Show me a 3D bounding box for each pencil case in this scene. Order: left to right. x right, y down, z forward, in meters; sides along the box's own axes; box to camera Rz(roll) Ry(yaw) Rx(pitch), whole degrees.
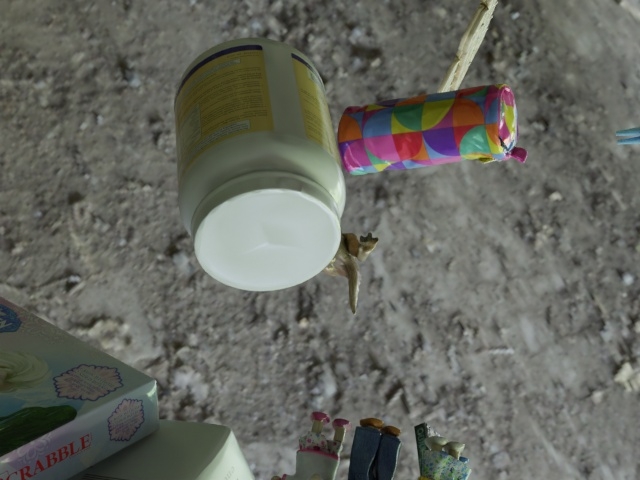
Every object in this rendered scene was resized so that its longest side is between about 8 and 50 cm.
[{"bbox_3d":[0.141,-0.137,1.261,0.104,0.236,0.105,-2,90,-64],"label":"pencil case"}]

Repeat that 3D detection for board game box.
[{"bbox_3d":[-0.385,0.169,0.971,0.318,0.318,0.066,-24,124,-45],"label":"board game box"},{"bbox_3d":[0.213,0.424,1.694,0.126,0.026,0.186,42,32,-39],"label":"board game box"}]

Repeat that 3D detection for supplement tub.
[{"bbox_3d":[-0.092,-0.115,1.442,0.241,0.241,0.331,25,37,-31],"label":"supplement tub"}]

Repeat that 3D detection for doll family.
[{"bbox_3d":[0.080,0.296,1.112,0.262,0.118,0.163,19,64,-12],"label":"doll family"}]

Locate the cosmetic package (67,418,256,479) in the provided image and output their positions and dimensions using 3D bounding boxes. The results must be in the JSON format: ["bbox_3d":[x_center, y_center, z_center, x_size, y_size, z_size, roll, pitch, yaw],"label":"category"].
[{"bbox_3d":[-0.228,0.437,1.029,0.329,0.327,0.394,-51,129,-46],"label":"cosmetic package"}]

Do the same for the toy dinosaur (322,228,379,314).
[{"bbox_3d":[0.000,0.000,1.704,0.127,0.200,0.296,-34,77,-16],"label":"toy dinosaur"}]

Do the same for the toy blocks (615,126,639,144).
[{"bbox_3d":[0.546,-0.207,1.551,0.054,0.148,0.123,30,60,-61],"label":"toy blocks"}]

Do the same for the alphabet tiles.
[{"bbox_3d":[0.253,-0.334,1.610,0.021,0.284,0.278,26,82,6],"label":"alphabet tiles"}]
